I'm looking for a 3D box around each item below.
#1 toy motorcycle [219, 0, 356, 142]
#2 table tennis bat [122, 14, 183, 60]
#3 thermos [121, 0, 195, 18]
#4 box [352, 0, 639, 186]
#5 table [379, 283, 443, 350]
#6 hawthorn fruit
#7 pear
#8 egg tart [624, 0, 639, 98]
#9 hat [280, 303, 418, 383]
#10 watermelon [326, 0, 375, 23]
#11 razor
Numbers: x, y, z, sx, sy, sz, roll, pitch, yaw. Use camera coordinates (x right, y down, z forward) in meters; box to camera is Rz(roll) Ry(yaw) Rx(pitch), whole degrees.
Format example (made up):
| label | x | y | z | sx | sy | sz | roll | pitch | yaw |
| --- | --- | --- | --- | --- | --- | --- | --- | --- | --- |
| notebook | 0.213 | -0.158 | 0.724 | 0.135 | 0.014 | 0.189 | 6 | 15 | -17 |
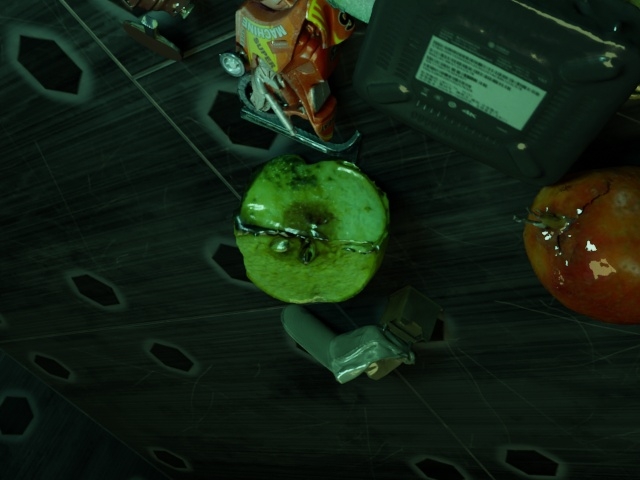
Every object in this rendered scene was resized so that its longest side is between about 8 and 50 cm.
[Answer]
| label | x | y | z | sx | sy | sz | roll | pitch | yaw |
| --- | --- | --- | --- | --- | --- | --- | --- | --- | --- |
| toy motorcycle | -0.039 | -0.256 | 1.072 | 0.171 | 0.089 | 0.298 | 17 | 145 | 9 |
| table tennis bat | -0.237 | -0.288 | 1.153 | 0.095 | 0.014 | 0.158 | 29 | 176 | -8 |
| thermos | -0.261 | -0.372 | 1.056 | 0.232 | 0.098 | 0.124 | 38 | 174 | -21 |
| box | 0.186 | -0.194 | 0.913 | 0.290 | 0.073 | 0.289 | 27 | 153 | 3 |
| table | 0.161 | 0.143 | 1.480 | 0.083 | 0.082 | 0.070 | 36 | 143 | -15 |
| hawthorn fruit | 0.352 | -0.001 | 1.040 | 0.299 | 0.211 | 0.211 | 11 | 152 | -26 |
| pear | 0.000 | 0.000 | 1.333 | 0.239 | 0.163 | 0.255 | 6 | 147 | 9 |
| egg tart | 0.377 | -0.235 | 0.849 | 0.213 | 0.090 | 0.212 | 16 | 144 | 12 |
| hat | 0.058 | 0.178 | 1.560 | 0.244 | 0.149 | 0.214 | 52 | -167 | 18 |
| watermelon | 0.071 | -0.306 | 0.966 | 0.094 | 0.081 | 0.180 | -32 | 134 | 32 |
| razor | -0.034 | -0.165 | 1.238 | 0.190 | 0.033 | 0.066 | 21 | 144 | 7 |
